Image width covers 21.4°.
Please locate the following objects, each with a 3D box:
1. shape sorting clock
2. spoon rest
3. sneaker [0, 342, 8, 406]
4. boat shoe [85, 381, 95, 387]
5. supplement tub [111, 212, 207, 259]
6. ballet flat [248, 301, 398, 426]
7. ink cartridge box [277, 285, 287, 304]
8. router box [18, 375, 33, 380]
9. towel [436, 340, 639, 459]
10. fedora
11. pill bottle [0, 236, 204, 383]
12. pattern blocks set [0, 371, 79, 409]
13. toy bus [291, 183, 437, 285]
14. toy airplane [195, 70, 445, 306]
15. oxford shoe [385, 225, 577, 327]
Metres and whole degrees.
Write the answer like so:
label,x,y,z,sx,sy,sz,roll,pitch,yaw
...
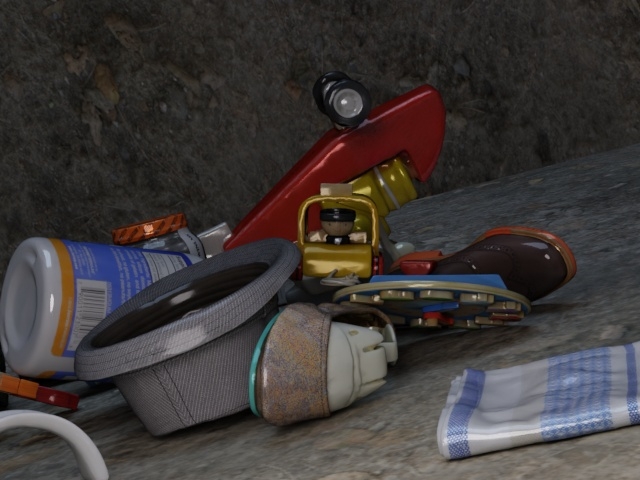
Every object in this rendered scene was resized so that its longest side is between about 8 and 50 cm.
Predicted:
label,x,y,z,sx,sy,sz,roll,pitch,yaw
shape sorting clock,0.115,0.069,1.749,0.206,0.040,0.206,-1,-13,0
spoon rest,-0.324,0.206,1.444,0.276,0.084,0.137,-15,4,-25
sneaker,-0.472,0.171,2.157,0.130,0.109,0.286,-8,-7,-20
boat shoe,-0.263,0.137,2.127,0.258,0.109,0.089,7,-34,-39
supplement tub,-0.184,0.068,2.027,0.117,0.190,0.117,-13,5,1
ballet flat,0.016,0.105,1.585,0.106,0.108,0.316,1,8,11
ink cartridge box,-0.132,0.079,2.546,0.150,0.063,0.109,-15,5,-4
router box,-0.307,0.121,2.375,0.242,0.081,0.309,-14,2,-8
towel,0.231,0.107,1.303,0.285,0.034,0.209,-13,5,11
fedora,-0.113,0.108,1.663,0.243,0.124,0.275,-22,10,11
pill bottle,-0.201,0.083,1.859,0.272,0.152,0.152,7,-7,-30
pattern blocks set,-0.429,0.134,1.848,0.285,0.026,0.325,11,-8,14
toy bus,0.019,-0.010,1.848,0.191,0.104,0.202,-2,3,-44
toy airplane,0.000,0.000,2.189,0.384,0.272,0.386,-34,19,46
oxford shoe,0.166,0.056,1.893,0.271,0.097,0.098,-18,18,44
